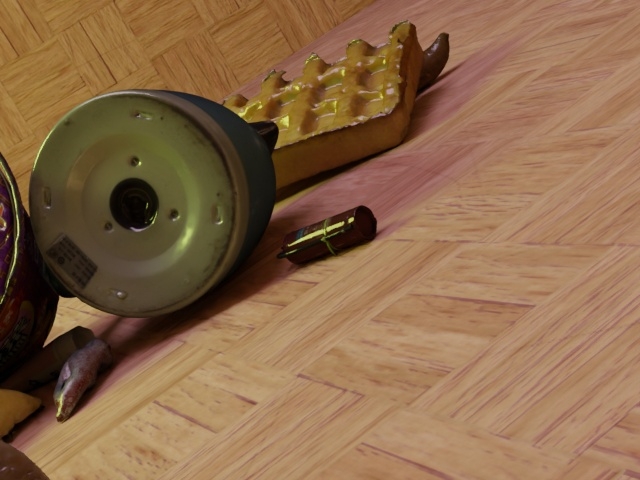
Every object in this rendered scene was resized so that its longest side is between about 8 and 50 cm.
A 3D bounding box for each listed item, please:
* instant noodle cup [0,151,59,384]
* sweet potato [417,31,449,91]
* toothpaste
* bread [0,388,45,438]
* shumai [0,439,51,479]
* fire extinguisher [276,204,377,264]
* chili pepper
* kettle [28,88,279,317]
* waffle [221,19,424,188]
[{"bbox_3d":[-0.471,0.039,1.480,0.340,0.340,0.266,-32,-16,-4],"label":"instant noodle cup"},{"bbox_3d":[0.121,-0.236,1.924,0.069,0.059,0.249,2,37,46],"label":"sweet potato"},{"bbox_3d":[-0.342,0.158,1.504,0.194,0.043,0.067,-31,5,34],"label":"toothpaste"},{"bbox_3d":[-0.420,0.241,1.386,0.178,0.135,0.240,5,-18,-45],"label":"bread"},{"bbox_3d":[-0.244,0.223,0.834,0.209,0.161,0.153,-54,-9,-2],"label":"shumai"},{"bbox_3d":[0.000,0.000,1.324,0.132,0.039,0.056,-20,7,39],"label":"fire extinguisher"},{"bbox_3d":[-0.260,0.145,1.357,0.153,0.041,0.050,-59,-11,-65],"label":"chili pepper"},{"bbox_3d":[-0.196,-0.039,1.520,0.319,0.247,0.342,-37,-1,14],"label":"kettle"},{"bbox_3d":[-0.020,-0.176,1.805,0.348,0.077,0.304,-19,28,21],"label":"waffle"}]
